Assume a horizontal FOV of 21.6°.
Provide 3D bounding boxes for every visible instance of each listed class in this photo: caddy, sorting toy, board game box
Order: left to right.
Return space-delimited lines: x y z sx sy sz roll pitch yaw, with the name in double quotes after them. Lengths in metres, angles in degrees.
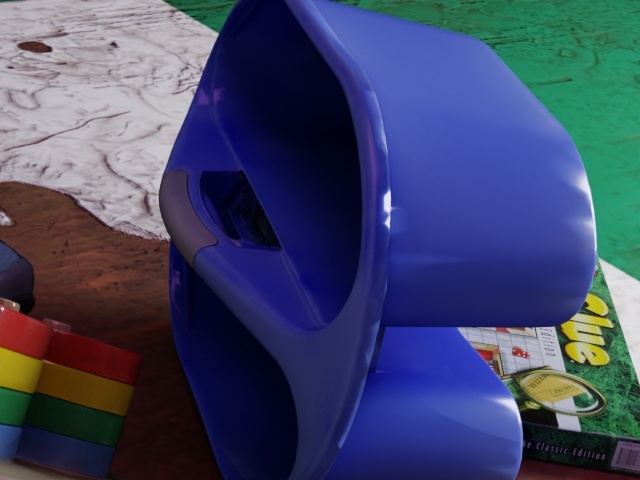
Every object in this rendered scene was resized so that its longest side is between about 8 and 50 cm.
-0.204 0.054 0.742 0.257 0.089 0.255 16 -7 7 "sorting toy"
0.000 0.000 0.916 0.179 0.241 0.341 9 24 -21 "caddy"
0.130 0.061 1.085 0.136 0.030 0.259 11 25 -6 "board game box"

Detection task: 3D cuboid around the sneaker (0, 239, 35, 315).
-0.272 -0.032 0.989 0.262 0.125 0.104 26 30 28 "sneaker"
